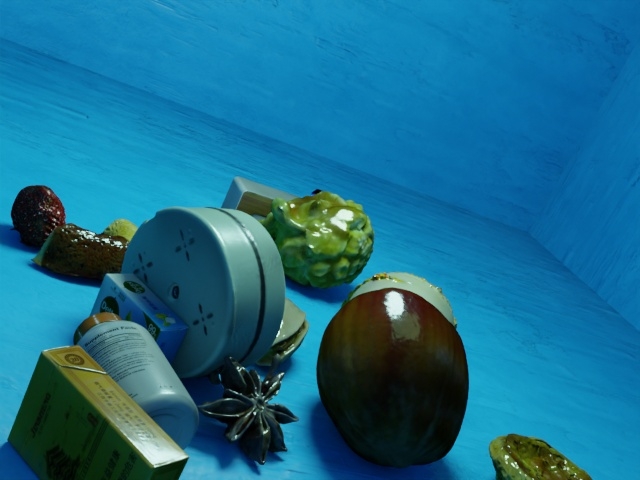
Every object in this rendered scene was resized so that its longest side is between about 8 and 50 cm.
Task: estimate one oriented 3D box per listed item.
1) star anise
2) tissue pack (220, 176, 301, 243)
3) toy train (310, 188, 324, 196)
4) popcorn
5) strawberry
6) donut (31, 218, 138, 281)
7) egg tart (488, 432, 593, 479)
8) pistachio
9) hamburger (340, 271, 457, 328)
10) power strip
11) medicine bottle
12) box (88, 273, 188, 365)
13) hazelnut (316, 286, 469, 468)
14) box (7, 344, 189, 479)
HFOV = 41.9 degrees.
[{"bbox_3d":[-0.127,0.309,1.565,0.231,0.089,0.209,-18,84,-58],"label":"star anise"},{"bbox_3d":[-0.168,-0.075,2.551,0.246,0.159,0.136,17,18,-25],"label":"tissue pack"},{"bbox_3d":[-0.026,-0.095,2.845,0.082,0.131,0.204,29,18,6],"label":"toy train"},{"bbox_3d":[-0.008,0.003,2.390,0.335,0.274,0.279,-19,72,-13],"label":"popcorn"},{"bbox_3d":[-0.631,-0.061,1.882,0.131,0.148,0.131,24,16,-7],"label":"strawberry"},{"bbox_3d":[-0.489,0.026,1.895,0.151,0.112,0.295,31,19,22],"label":"donut"},{"bbox_3d":[0.482,0.534,1.796,0.290,0.115,0.290,26,16,-8],"label":"egg tart"},{"bbox_3d":[-0.103,0.207,1.905,0.152,0.126,0.223,-8,23,6],"label":"pistachio"},{"bbox_3d":[0.192,0.210,2.053,0.294,0.276,0.179,32,29,3],"label":"hamburger"},{"bbox_3d":[-0.235,0.112,1.663,0.357,0.357,0.161,38,22,33],"label":"power strip"},{"bbox_3d":[-0.332,0.241,1.424,0.157,0.157,0.288,11,23,-40],"label":"medicine bottle"},{"bbox_3d":[-0.359,0.172,1.611,0.194,0.139,0.073,38,21,34],"label":"box"},{"bbox_3d":[0.151,0.282,1.727,0.366,0.366,0.366,23,18,-8],"label":"hazelnut"},{"bbox_3d":[-0.331,0.302,1.220,0.274,0.174,0.076,36,19,29],"label":"box"}]
